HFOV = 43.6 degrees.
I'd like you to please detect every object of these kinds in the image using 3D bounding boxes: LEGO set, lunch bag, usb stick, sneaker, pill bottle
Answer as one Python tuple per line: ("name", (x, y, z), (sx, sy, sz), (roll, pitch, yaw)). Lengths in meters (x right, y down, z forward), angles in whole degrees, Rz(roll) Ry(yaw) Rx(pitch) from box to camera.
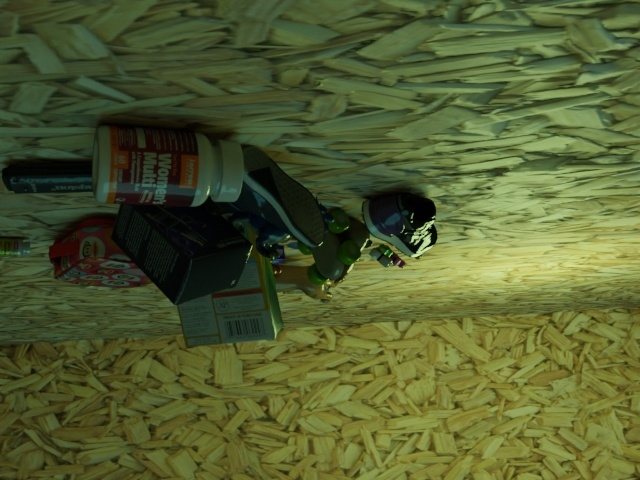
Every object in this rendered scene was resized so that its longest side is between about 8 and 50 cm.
("LEGO set", (0.193, 0.027, 1.921), (0.087, 0.093, 0.227), (-50, 171, 10))
("lunch bag", (-0.487, 0.035, 1.815), (0.258, 0.120, 0.293), (6, 164, -35))
("usb stick", (-0.404, -0.110, 1.395), (0.278, 0.045, 0.077), (-1, 167, -9))
("sneaker", (0.215, -0.036, 1.770), (0.124, 0.107, 0.283), (-19, 161, 30))
("sneaker", (-0.107, -0.062, 1.448), (0.163, 0.086, 0.226), (-20, 121, 44))
("pill bottle", (-0.240, -0.114, 1.260), (0.221, 0.121, 0.121), (1, 166, -21))
("pill bottle", (-0.710, 0.016, 1.835), (0.083, 0.043, 0.043), (2, 165, -25))

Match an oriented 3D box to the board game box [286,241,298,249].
("board game box", (0.000, 0.000, 2.007), (0.169, 0.033, 0.133), (4, 171, -9))

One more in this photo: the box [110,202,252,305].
("box", (-0.254, 0.002, 1.458), (0.153, 0.207, 0.108), (-17, 140, -50))

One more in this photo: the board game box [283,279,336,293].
("board game box", (-0.037, 0.129, 2.501), (0.147, 0.045, 0.193), (-1, 166, -9))

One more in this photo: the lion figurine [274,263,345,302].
("lion figurine", (-0.107, 0.114, 2.251), (0.392, 0.142, 0.240), (-8, 169, -9))

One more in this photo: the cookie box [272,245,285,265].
("cookie box", (-0.153, 0.043, 2.114), (0.092, 0.040, 0.107), (2, 165, -21))

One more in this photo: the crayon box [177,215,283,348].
("crayon box", (-0.210, 0.056, 1.692), (0.203, 0.322, 0.083), (-7, -167, 13))

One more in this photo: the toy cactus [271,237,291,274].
("toy cactus", (-0.107, 0.015, 1.812), (0.180, 0.112, 0.219), (-44, -177, 24))

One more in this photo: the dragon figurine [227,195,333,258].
("dragon figurine", (-0.113, -0.062, 1.540), (0.289, 0.144, 0.085), (31, -170, 16))

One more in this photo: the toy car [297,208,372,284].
("toy car", (0.071, 0.009, 1.864), (0.188, 0.149, 0.155), (-8, 161, -38))
